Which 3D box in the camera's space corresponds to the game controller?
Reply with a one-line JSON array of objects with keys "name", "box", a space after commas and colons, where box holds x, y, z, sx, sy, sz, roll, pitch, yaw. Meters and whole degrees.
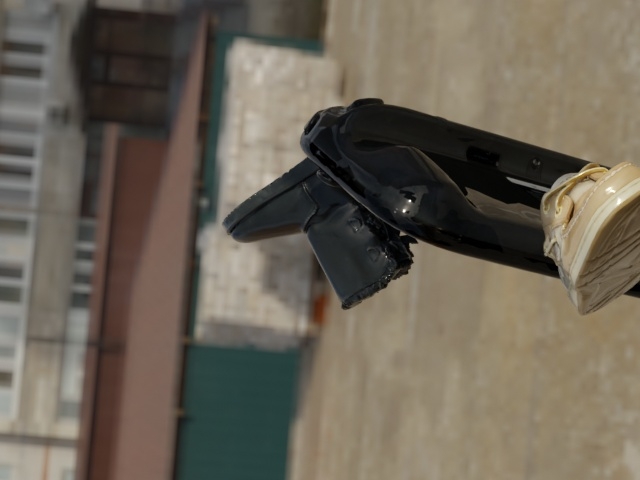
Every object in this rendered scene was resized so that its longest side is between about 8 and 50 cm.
[{"name": "game controller", "box": [0.141, -0.014, 1.251, 0.067, 0.319, 0.166, -62, 36, 22]}]

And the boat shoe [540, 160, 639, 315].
[{"name": "boat shoe", "box": [0.143, -0.009, 1.039, 0.059, 0.063, 0.170, 55, 170, 16]}]

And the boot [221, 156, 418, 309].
[{"name": "boot", "box": [0.000, 0.000, 1.292, 0.121, 0.099, 0.045, -34, -3, 35]}]
